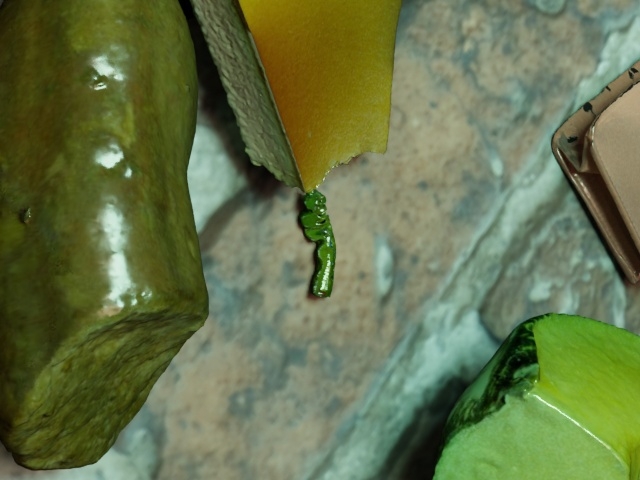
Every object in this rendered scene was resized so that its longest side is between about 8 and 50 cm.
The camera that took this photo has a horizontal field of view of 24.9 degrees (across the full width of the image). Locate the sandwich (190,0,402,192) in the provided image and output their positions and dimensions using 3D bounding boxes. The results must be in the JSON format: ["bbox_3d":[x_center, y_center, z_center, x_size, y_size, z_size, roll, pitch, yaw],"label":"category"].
[{"bbox_3d":[-0.023,-0.115,0.974,0.193,0.058,0.162,-1,98,-51],"label":"sandwich"}]

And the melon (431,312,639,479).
[{"bbox_3d":[0.230,0.205,1.053,0.343,0.226,0.331,45,79,-5],"label":"melon"}]

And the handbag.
[{"bbox_3d":[0.302,-0.077,1.190,0.212,0.059,0.157,-37,103,-24],"label":"handbag"}]

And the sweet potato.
[{"bbox_3d":[-0.147,-0.049,0.892,0.158,0.158,0.369,3,75,-29],"label":"sweet potato"}]

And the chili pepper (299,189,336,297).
[{"bbox_3d":[0.000,0.000,1.039,0.027,0.022,0.083,-9,95,-31],"label":"chili pepper"}]

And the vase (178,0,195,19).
[{"bbox_3d":[-0.048,-0.223,1.005,0.167,0.059,0.059,-42,107,-25],"label":"vase"}]
